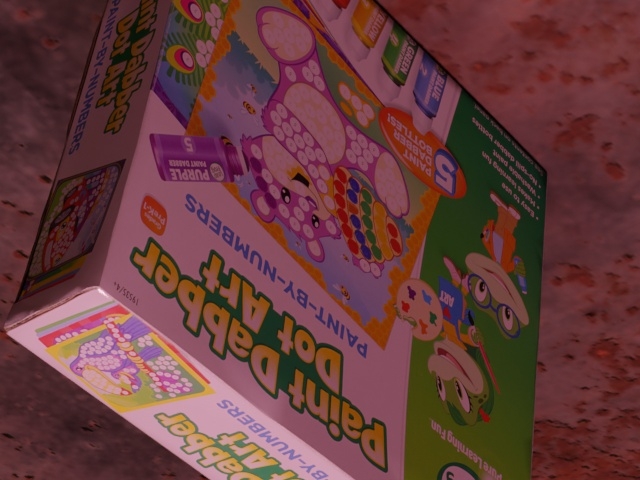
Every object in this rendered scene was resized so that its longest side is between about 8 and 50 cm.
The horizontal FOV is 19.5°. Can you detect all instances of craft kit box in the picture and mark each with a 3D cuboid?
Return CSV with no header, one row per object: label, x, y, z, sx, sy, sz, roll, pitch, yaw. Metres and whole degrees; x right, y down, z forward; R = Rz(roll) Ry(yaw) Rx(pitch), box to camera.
craft kit box,0.000,0.000,0.778,0.061,0.247,0.250,-23,131,36
